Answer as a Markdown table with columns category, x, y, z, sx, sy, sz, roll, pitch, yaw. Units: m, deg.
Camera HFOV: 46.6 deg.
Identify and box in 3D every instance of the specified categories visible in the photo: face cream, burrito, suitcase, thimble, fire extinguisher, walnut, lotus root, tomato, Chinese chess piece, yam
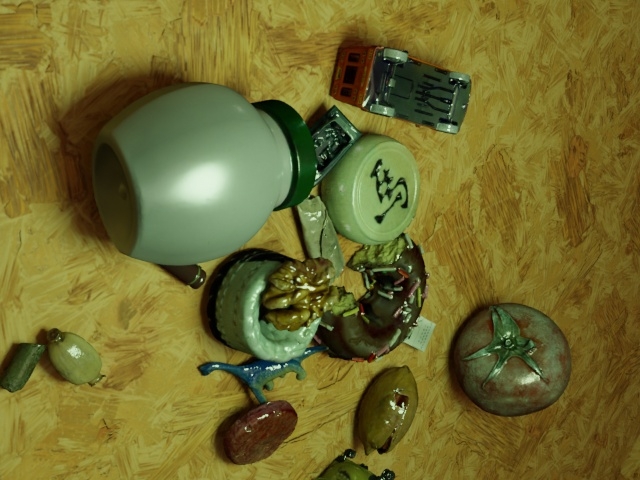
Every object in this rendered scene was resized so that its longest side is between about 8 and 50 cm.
| category | x | y | z | sx | sy | sz | roll | pitch | yaw |
| --- | --- | --- | --- | --- | --- | --- | --- | --- | --- |
| face cream | -0.202 | -0.120 | 1.306 | 0.357 | 0.219 | 0.312 | -19 | 115 | -38 |
| burrito | 0.000 | 0.000 | 1.635 | 0.087 | 0.060 | 0.226 | -36 | 125 | -27 |
| suitcase | 0.065 | 0.639 | 1.805 | 0.235 | 0.194 | 0.143 | -47 | 121 | -21 |
| thimble | -0.108 | 0.138 | 1.520 | 0.237 | 0.150 | 0.237 | -15 | 111 | -41 |
| fire extinguisher | -0.281 | 0.037 | 1.406 | 0.158 | 0.043 | 0.064 | 43 | 44 | -42 |
| walnut | -0.030 | 0.103 | 1.434 | 0.170 | 0.069 | 0.143 | -27 | 118 | -32 |
| lotus root | -0.430 | 0.212 | 1.310 | 0.073 | 0.062 | 0.150 | -48 | 132 | -22 |
| tomato | 0.528 | 0.329 | 2.046 | 0.316 | 0.317 | 0.282 | -51 | 149 | -18 |
| Chinese chess piece | 0.117 | -0.114 | 1.668 | 0.250 | 0.101 | 0.250 | -10 | 105 | -41 |
| walnut | 0.169 | 0.429 | 1.878 | 0.137 | 0.137 | 0.245 | 30 | 87 | -43 |
| yam | -0.506 | 0.212 | 1.257 | 0.043 | 0.043 | 0.094 | 34 | 78 | -43 |

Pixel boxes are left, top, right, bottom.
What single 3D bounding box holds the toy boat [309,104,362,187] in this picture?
| category | x | y | z | sx | sy | sz | roll | pitch | yaw |
| --- | --- | --- | --- | --- | --- | --- | --- | --- | --- |
| toy boat | -0.015 | -0.174 | 1.546 | 0.093 | 0.103 | 0.246 | 45 | 76 | -15 |

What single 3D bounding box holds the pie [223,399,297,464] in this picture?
| category | x | y | z | sx | sy | sz | roll | pitch | yaw |
| --- | --- | --- | --- | --- | --- | --- | --- | --- | --- |
| pie | -0.128 | 0.421 | 1.620 | 0.182 | 0.049 | 0.182 | -25 | 141 | -23 |

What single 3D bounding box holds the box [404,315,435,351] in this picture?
| category | x | y | z | sx | sy | sz | roll | pitch | yaw |
| --- | --- | --- | --- | --- | --- | --- | --- | --- | --- |
| box | 0.233 | 0.227 | 1.932 | 0.154 | 0.040 | 0.084 | 31 | 83 | -44 |

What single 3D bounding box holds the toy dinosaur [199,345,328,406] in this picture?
| category | x | y | z | sx | sy | sz | roll | pitch | yaw |
| --- | --- | --- | --- | --- | --- | --- | --- | --- | --- |
| toy dinosaur | -0.114 | 0.256 | 1.592 | 0.248 | 0.075 | 0.188 | -33 | 130 | -3 |

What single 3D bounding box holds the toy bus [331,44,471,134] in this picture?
| category | x | y | z | sx | sy | sz | roll | pitch | yaw |
| --- | --- | --- | --- | --- | --- | --- | --- | --- | --- |
| toy bus | 0.189 | -0.331 | 1.643 | 0.329 | 0.153 | 0.143 | 4 | 101 | -41 |

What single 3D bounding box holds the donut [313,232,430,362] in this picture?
| category | x | y | z | sx | sy | sz | roll | pitch | yaw |
| --- | --- | --- | --- | --- | --- | --- | --- | --- | --- |
| donut | 0.129 | 0.155 | 1.755 | 0.345 | 0.136 | 0.259 | -42 | 124 | -23 |
